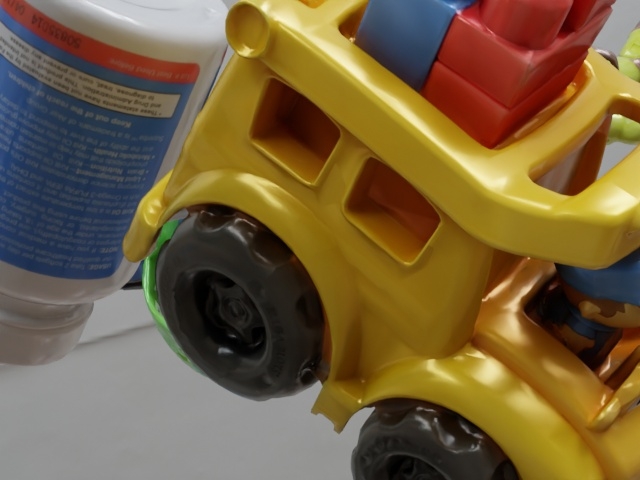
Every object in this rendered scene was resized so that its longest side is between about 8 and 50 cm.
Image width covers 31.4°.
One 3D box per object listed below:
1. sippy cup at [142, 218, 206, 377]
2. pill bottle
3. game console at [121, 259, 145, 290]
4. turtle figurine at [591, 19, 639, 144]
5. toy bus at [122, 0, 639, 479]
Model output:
[{"bbox_3d":[0.000,0.000,1.077,0.240,0.224,0.305,17,-70,-54],"label":"sippy cup"},{"bbox_3d":[-0.141,-0.044,0.613,0.124,0.124,0.221,13,-61,-26],"label":"pill bottle"},{"bbox_3d":[-0.312,-0.036,1.186,0.293,0.173,0.250,-4,-34,9],"label":"game console"},{"bbox_3d":[0.143,-0.081,0.710,0.269,0.217,0.087,-12,-66,31],"label":"turtle figurine"},{"bbox_3d":[0.063,-0.018,0.405,0.149,0.220,0.211,-36,-19,-44],"label":"toy bus"}]
